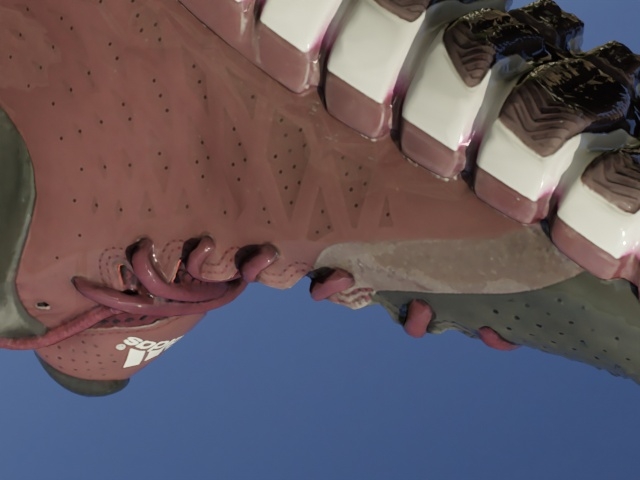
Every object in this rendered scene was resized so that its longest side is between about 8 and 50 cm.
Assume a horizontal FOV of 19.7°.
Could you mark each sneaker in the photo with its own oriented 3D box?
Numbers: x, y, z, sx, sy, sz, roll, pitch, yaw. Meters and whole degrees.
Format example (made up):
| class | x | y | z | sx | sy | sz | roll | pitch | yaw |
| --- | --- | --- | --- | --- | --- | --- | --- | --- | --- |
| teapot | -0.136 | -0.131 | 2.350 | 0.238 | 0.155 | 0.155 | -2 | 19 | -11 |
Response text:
| class | x | y | z | sx | sy | sz | roll | pitch | yaw |
| --- | --- | --- | --- | --- | --- | --- | --- | --- | --- |
| sneaker | 0.000 | 0.000 | 0.500 | 0.162 | 0.281 | 0.106 | -60 | 161 | 22 |
